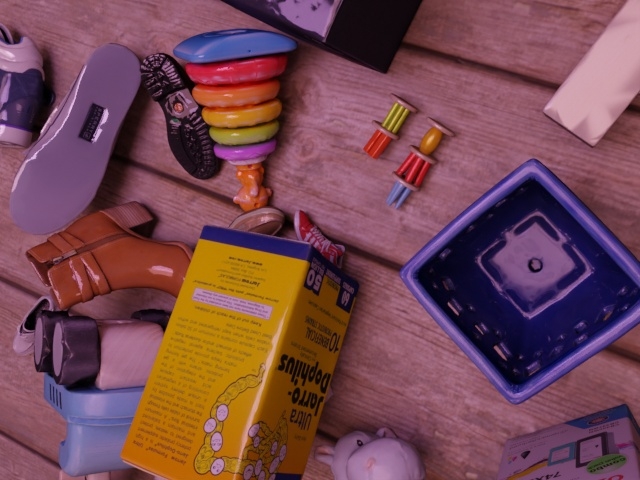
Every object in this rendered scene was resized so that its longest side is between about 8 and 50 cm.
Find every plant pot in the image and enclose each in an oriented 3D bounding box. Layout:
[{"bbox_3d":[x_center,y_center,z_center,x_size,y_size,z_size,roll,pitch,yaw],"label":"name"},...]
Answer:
[{"bbox_3d":[0.285,0.045,0.905,0.236,0.212,0.236,-43,80,19],"label":"plant pot"}]

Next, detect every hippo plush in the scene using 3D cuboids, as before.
[{"bbox_3d":[0.116,0.420,1.051,0.294,0.234,0.237,148,120,-62],"label":"hippo plush"}]

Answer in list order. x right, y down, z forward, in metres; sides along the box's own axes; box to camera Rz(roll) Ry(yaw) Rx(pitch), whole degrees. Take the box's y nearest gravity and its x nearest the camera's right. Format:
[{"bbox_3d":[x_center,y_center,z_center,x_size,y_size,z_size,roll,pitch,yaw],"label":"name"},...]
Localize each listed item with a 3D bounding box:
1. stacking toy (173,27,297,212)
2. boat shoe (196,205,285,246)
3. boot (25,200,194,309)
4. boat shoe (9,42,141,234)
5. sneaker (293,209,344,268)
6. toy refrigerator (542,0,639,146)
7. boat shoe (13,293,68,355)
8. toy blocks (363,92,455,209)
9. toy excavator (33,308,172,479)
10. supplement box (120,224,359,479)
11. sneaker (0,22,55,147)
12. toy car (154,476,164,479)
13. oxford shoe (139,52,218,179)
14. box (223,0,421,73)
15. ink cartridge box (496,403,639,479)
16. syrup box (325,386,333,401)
[{"bbox_3d":[-0.124,-0.186,1.084,0.175,0.165,0.302,-15,114,-20],"label":"stacking toy"},{"bbox_3d":[-0.136,0.009,1.132,0.190,0.068,0.072,-30,46,29],"label":"boat shoe"},{"bbox_3d":[-0.341,0.057,1.126,0.283,0.220,0.109,45,141,18],"label":"boot"},{"bbox_3d":[-0.445,-0.187,1.197,0.135,0.156,0.367,24,93,-24],"label":"boat shoe"},{"bbox_3d":[0.000,0.000,1.101,0.067,0.042,0.119,-14,99,26],"label":"sneaker"},{"bbox_3d":[0.421,-0.255,0.877,0.094,0.102,0.270,39,107,13],"label":"toy refrigerator"},{"bbox_3d":[-0.575,0.171,1.331,0.184,0.063,0.066,-40,82,20],"label":"boat shoe"},{"bbox_3d":[0.120,-0.136,1.033,0.123,0.054,0.148,36,108,13],"label":"toy blocks"},{"bbox_3d":[-0.388,0.343,1.162,0.433,0.222,0.446,-4,83,58],"label":"toy excavator"},{"bbox_3d":[-0.106,0.185,0.982,0.195,0.194,0.357,10,75,28],"label":"supplement box"},{"bbox_3d":[-0.671,-0.311,1.290,0.322,0.130,0.236,9,90,25],"label":"sneaker"},{"bbox_3d":[-0.217,0.441,1.196,0.136,0.159,0.182,-20,89,56],"label":"toy car"},{"bbox_3d":[-0.229,-0.218,1.149,0.082,0.096,0.227,-15,109,9],"label":"oxford shoe"},{"bbox_3d":[-0.031,-0.387,0.931,0.294,0.296,0.183,29,105,16],"label":"box"},{"bbox_3d":[0.364,0.380,0.882,0.198,0.270,0.197,-26,87,21],"label":"ink cartridge box"},{"bbox_3d":[-0.107,0.244,1.142,0.236,0.096,0.093,-10,92,23],"label":"syrup box"}]
